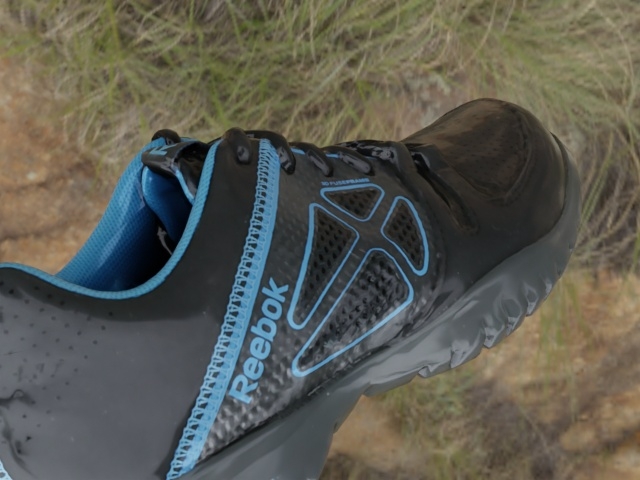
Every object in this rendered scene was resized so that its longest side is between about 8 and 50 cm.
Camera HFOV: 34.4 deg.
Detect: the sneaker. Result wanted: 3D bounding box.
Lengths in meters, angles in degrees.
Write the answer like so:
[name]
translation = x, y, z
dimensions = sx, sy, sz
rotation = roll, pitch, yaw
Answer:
[sneaker]
translation = 0.000, 0.000, 0.439
dimensions = 0.125, 0.341, 0.139
rotation = -8, 112, 45
